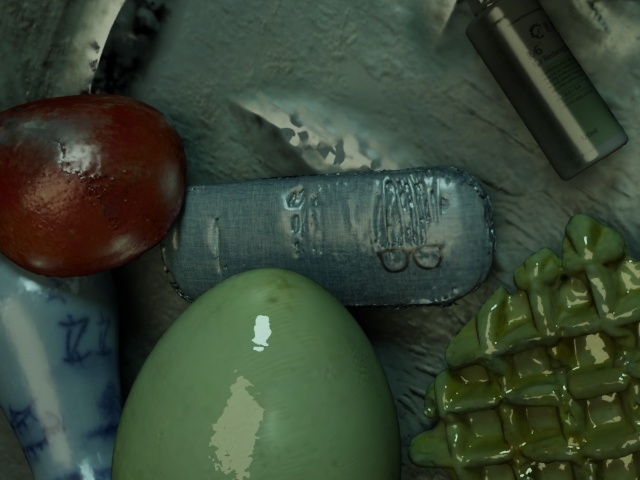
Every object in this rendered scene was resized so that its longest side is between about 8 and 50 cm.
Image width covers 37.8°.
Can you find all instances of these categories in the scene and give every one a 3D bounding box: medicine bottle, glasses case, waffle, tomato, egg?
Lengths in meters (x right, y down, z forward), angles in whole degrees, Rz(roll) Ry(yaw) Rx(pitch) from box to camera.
[{"bbox_3d":[0.148,-0.140,0.684,0.057,0.057,0.199,-33,85,21],"label":"medicine bottle"},{"bbox_3d":[0.000,0.000,0.754,0.282,0.067,0.109,-2,95,19],"label":"glasses case"},{"bbox_3d":[0.223,0.148,0.684,0.292,0.056,0.309,36,115,15],"label":"waffle"},{"bbox_3d":[-0.202,-0.069,0.754,0.173,0.099,0.189,-19,57,-1],"label":"tomato"},{"bbox_3d":[-0.045,0.155,0.701,0.218,0.218,0.295,20,123,16],"label":"egg"}]

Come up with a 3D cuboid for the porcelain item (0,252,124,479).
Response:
[{"bbox_3d":[-0.230,0.102,0.803,0.141,0.141,0.259,-27,73,22],"label":"porcelain item"}]
